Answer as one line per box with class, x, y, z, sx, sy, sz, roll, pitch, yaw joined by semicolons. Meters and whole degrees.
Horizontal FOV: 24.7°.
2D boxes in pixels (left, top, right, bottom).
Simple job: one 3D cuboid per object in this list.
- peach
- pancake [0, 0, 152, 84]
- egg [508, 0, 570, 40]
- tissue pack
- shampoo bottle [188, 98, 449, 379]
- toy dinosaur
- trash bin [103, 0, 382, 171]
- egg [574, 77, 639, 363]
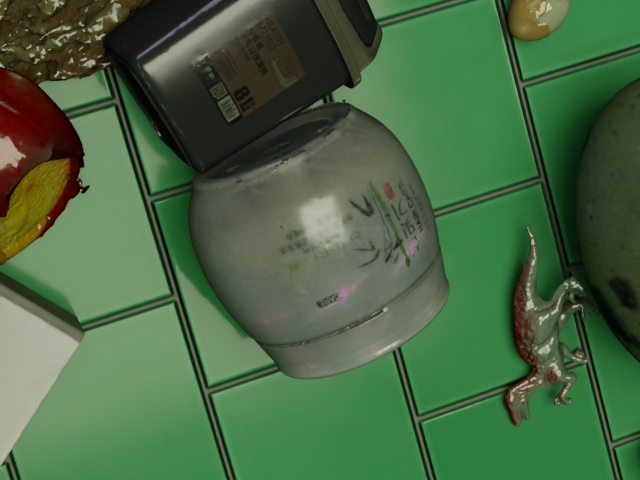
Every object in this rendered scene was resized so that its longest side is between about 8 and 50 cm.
peach;-0.351;-0.076;1.622;0.196;0.190;0.226;-16;123;13
pancake;-0.331;-0.332;1.604;0.382;0.071;0.382;-15;128;-20
egg;0.271;-0.287;1.833;0.071;0.071;0.083;31;91;-16
tissue pack;-0.395;0.164;1.664;0.136;0.159;0.246;34;88;-14
shampoo bottle;0.000;0.000;1.689;0.273;0.273;0.266;-31;107;-9
toy dinosaur;0.278;0.105;1.884;0.167;0.053;0.242;-28;111;-3
trash bin;-0.081;-0.231;1.675;0.290;0.182;0.209;-36;124;-9
egg;0.485;-0.008;1.782;0.345;0.345;0.428;-33;91;-9
